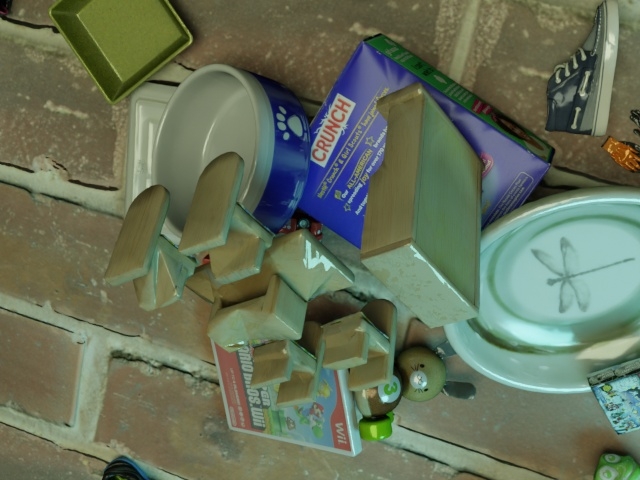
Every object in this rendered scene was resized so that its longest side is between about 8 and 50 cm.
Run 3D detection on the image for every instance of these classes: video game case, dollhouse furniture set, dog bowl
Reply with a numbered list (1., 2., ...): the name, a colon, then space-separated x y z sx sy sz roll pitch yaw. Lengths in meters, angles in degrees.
1. video game case: -0.065 0.238 1.412 0.285 0.025 0.204 1 106 40
2. dollhouse furniture set: 0.000 0.000 1.130 0.394 0.256 0.362 -19 134 33
3. dog bowl: -0.138 -0.124 1.278 0.265 0.104 0.265 -8 79 45

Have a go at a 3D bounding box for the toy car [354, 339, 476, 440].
1. toy car: 0.147 0.216 1.349 0.188 0.149 0.155 -9 92 7

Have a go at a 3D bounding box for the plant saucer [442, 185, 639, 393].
1. plant saucer: 0.367 0.058 1.205 0.400 0.100 0.400 1 133 1

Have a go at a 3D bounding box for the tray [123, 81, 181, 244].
1. tray: -0.264 -0.123 1.426 0.145 0.030 0.270 11 108 14

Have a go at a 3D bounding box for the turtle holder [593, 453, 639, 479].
1. turtle holder: 0.411 0.511 1.294 0.227 0.243 0.320 27 121 26

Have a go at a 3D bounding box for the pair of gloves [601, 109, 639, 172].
1. pair of gloves: 0.455 -0.141 1.220 0.074 0.010 0.083 39 111 3

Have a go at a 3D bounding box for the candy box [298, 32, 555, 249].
1. candy box: 0.136 -0.106 1.264 0.317 0.122 0.268 34 113 4

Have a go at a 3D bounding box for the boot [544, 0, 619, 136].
1. boot: 0.362 -0.239 1.187 0.086 0.069 0.190 5 108 12

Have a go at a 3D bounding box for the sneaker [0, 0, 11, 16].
1. sneaker: -0.562 -0.397 1.418 0.178 0.072 0.077 -30 106 27

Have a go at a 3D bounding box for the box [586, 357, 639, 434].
1. box: 0.467 0.234 1.277 0.094 0.027 0.137 -23 127 21

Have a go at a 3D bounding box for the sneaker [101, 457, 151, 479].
1. sneaker: -0.326 0.478 1.584 0.188 0.078 0.067 31 111 5

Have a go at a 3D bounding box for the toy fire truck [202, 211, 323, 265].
1. toy fire truck: -0.094 0.009 1.402 0.192 0.047 0.135 12 108 12

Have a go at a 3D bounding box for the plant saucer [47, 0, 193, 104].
1. plant saucer: -0.314 -0.346 1.370 0.188 0.045 0.188 -32 94 22
